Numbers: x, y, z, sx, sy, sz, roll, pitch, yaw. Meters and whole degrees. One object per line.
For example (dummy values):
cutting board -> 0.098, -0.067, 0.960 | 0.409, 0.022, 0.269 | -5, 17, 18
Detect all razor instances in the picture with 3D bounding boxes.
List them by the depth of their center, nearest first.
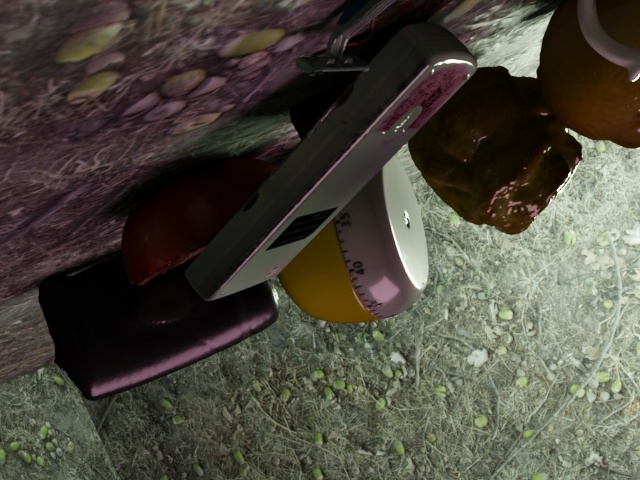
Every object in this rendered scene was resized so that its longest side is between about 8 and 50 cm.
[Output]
razor -> 0.061, -0.174, 0.525 | 0.068, 0.037, 0.191 | -17, 170, -45
razor -> -0.239, 0.097, 1.171 | 0.349, 0.204, 0.113 | -21, 177, -25

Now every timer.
timer -> 0.000, 0.000, 1.124 | 0.285, 0.285, 0.285 | -26, 177, -1

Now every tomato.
tomato -> -0.135, -0.033, 0.896 | 0.225, 0.085, 0.225 | -31, 179, -1

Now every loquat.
loquat -> 0.352, -0.206, 0.858 | 0.213, 0.213, 0.213 | -26, 177, -1

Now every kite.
kite -> 0.063, -0.184, 0.655 | 0.159, 0.010, 0.190 | -26, 176, 2

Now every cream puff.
cream puff -> 0.230, -0.127, 1.018 | 0.244, 0.244, 0.196 | -25, 167, -26

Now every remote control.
remote control -> 0.009, -0.070, 0.757 | 0.344, 0.050, 0.145 | -46, 167, 25

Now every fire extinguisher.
fire extinguisher -> 0.045, -0.148, 0.814 | 0.158, 0.043, 0.064 | -25, -153, -18

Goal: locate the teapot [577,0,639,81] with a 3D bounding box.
teapot -> 0.324, -0.246, 0.559 | 0.298, 0.139, 0.204 | -28, 179, 30
